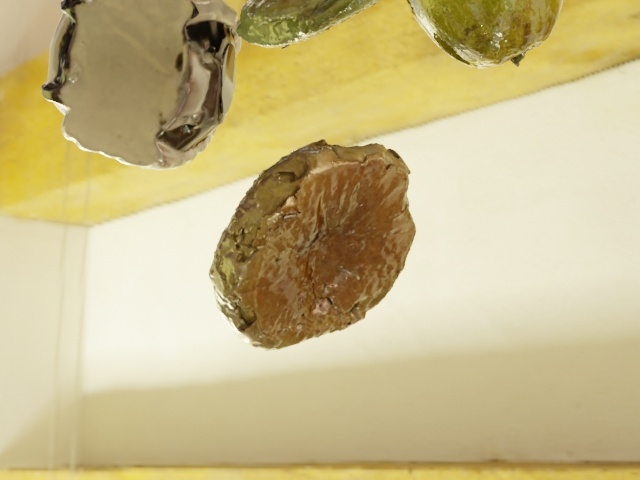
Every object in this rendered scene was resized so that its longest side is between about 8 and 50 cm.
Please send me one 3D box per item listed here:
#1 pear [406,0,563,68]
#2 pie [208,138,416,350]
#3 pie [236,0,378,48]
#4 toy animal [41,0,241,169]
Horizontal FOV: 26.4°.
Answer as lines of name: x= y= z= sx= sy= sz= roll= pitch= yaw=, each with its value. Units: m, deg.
pear: x=0.101 y=-0.171 z=0.857 sx=0.107 sy=0.107 sz=0.131 roll=-12 pitch=-85 yaw=52
pie: x=0.000 y=0.000 z=1.070 sx=0.046 sy=0.195 sz=0.195 roll=36 pitch=-67 yaw=38
pie: x=0.045 y=-0.297 z=1.445 sx=0.302 sy=0.302 sz=0.067 roll=-15 pitch=-66 yaw=51
toy animal: x=-0.195 y=-0.195 z=1.523 sx=0.156 sy=0.204 sz=0.208 roll=-51 pitch=156 yaw=-77
